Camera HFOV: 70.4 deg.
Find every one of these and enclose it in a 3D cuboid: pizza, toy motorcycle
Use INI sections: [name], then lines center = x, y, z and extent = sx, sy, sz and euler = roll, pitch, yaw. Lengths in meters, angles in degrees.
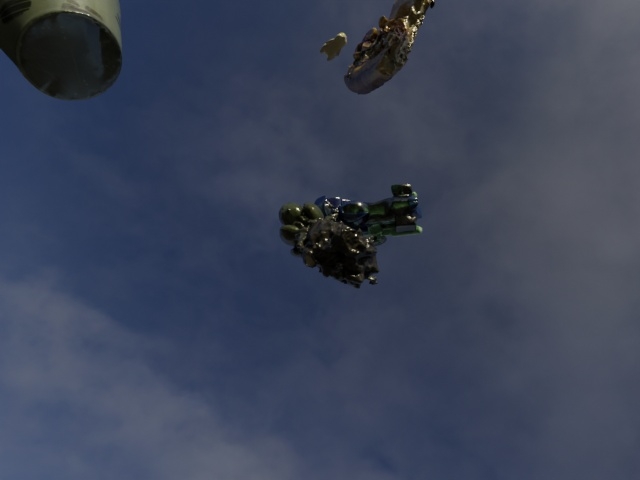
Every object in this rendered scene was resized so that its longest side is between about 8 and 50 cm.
[pizza]
center = 0.146, -0.413, 0.926
extent = 0.074, 0.251, 0.287
euler = 30, -62, -18
[toy motorcycle]
center = 0.103, -0.062, 1.219
extent = 0.331, 0.196, 0.125
euler = -8, -111, 11

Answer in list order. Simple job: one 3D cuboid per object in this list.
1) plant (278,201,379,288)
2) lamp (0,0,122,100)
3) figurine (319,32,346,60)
[plant]
center = 0.000, 0.000, 0.551
extent = 0.174, 0.087, 0.085
euler = 36, -27, 45
[lamp]
center = -0.260, -0.227, 0.435
extent = 0.121, 0.121, 0.214
euler = -51, -125, 22
[figurine]
center = 0.039, -0.513, 1.185
extent = 0.083, 0.050, 0.047
euler = -23, -52, 40
